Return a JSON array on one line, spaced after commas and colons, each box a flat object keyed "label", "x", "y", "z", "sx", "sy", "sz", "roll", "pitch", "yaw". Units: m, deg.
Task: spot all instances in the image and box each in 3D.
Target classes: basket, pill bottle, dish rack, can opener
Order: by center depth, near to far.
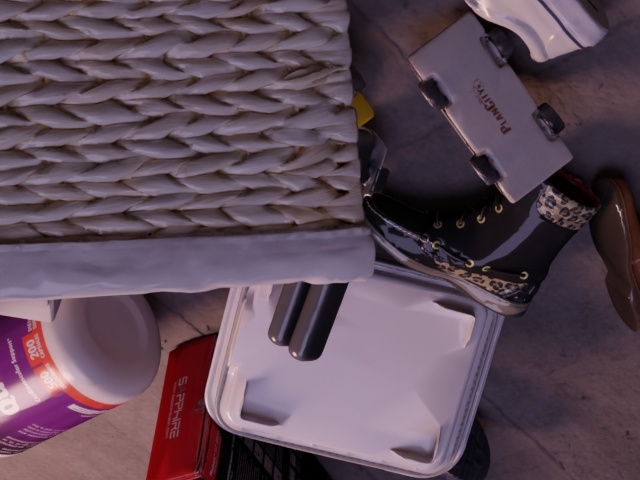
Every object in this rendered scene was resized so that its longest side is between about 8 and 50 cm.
[{"label": "basket", "x": -0.160, "y": -0.095, "z": 0.974, "sx": 0.331, "sy": 0.328, "sz": 0.266, "roll": -5, "pitch": 93, "yaw": -14}, {"label": "can opener", "x": 0.000, "y": 0.000, "z": 1.409, "sx": 0.093, "sy": 0.074, "sz": 0.280, "roll": -3, "pitch": 118, "yaw": -44}, {"label": "dish rack", "x": 0.042, "y": 0.143, "z": 1.531, "sx": 0.332, "sy": 0.072, "sz": 0.286, "roll": 14, "pitch": 104, "yaw": -4}, {"label": "pill bottle", "x": -0.370, "y": 0.166, "z": 1.634, "sx": 0.323, "sy": 0.181, "sz": 0.181, "roll": -28, "pitch": 125, "yaw": 31}]

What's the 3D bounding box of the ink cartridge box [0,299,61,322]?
[{"label": "ink cartridge box", "x": -0.345, "y": -0.017, "z": 1.450, "sx": 0.128, "sy": 0.176, "sz": 0.127, "roll": 8, "pitch": 136, "yaw": 0}]

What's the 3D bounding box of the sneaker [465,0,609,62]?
[{"label": "sneaker", "x": 0.167, "y": -0.255, "z": 1.191, "sx": 0.091, "sy": 0.094, "sz": 0.258, "roll": -31, "pitch": 124, "yaw": 27}]

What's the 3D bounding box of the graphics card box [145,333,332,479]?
[{"label": "graphics card box", "x": -0.095, "y": 0.333, "z": 1.723, "sx": 0.094, "sy": 0.233, "sz": 0.371, "roll": -18, "pitch": 130, "yaw": 20}]

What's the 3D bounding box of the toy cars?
[{"label": "toy cars", "x": 0.069, "y": -0.160, "z": 1.303, "sx": 0.393, "sy": 0.087, "sz": 0.176, "roll": 12, "pitch": 99, "yaw": -6}]

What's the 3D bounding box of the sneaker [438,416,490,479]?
[{"label": "sneaker", "x": 0.085, "y": 0.226, "z": 1.692, "sx": 0.319, "sy": 0.112, "sz": 0.131, "roll": 40, "pitch": 143, "yaw": -20}]

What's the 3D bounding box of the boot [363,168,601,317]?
[{"label": "boot", "x": 0.175, "y": -0.034, "z": 1.428, "sx": 0.236, "sy": 0.085, "sz": 0.179, "roll": 30, "pitch": 123, "yaw": -8}]

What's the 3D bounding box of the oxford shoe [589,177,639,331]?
[{"label": "oxford shoe", "x": 0.359, "y": 0.004, "z": 1.454, "sx": 0.076, "sy": 0.076, "sz": 0.212, "roll": -28, "pitch": 127, "yaw": -6}]
